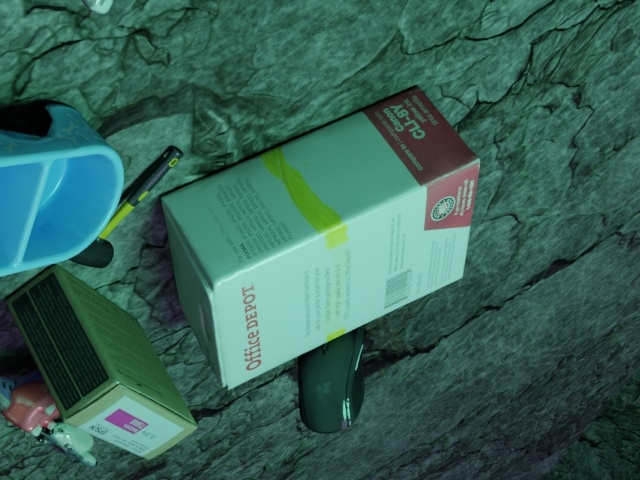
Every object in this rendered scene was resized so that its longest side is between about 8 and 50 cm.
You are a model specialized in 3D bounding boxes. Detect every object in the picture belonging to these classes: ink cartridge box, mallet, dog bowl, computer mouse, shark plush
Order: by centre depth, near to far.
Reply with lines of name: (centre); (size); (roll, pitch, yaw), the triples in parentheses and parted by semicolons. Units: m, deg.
dog bowl: (-0.310, -0.042, 1.162); (0.297, 0.074, 0.166); (-16, 133, -58)
mallet: (-0.227, -0.037, 1.401); (0.190, 0.039, 0.062); (-42, 150, 7)
ink cartridge box: (-0.276, 0.160, 1.488); (0.088, 0.193, 0.234); (-35, 151, 2)
ink cartridge box: (0.000, 0.000, 1.553); (0.385, 0.160, 0.279); (-25, 150, -16)
computer mouse: (-0.020, 0.145, 1.667); (0.184, 0.262, 0.060); (0, 147, 19)
shark plush: (-0.391, 0.302, 1.745); (0.067, 0.073, 0.161); (-10, 164, 21)

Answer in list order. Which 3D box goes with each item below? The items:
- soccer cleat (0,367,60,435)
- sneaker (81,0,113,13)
soccer cleat: (-0.360, 0.202, 1.592); (0.083, 0.095, 0.248); (-54, 170, 11)
sneaker: (-0.225, -0.282, 0.966); (0.104, 0.095, 0.236); (-46, 155, 9)
